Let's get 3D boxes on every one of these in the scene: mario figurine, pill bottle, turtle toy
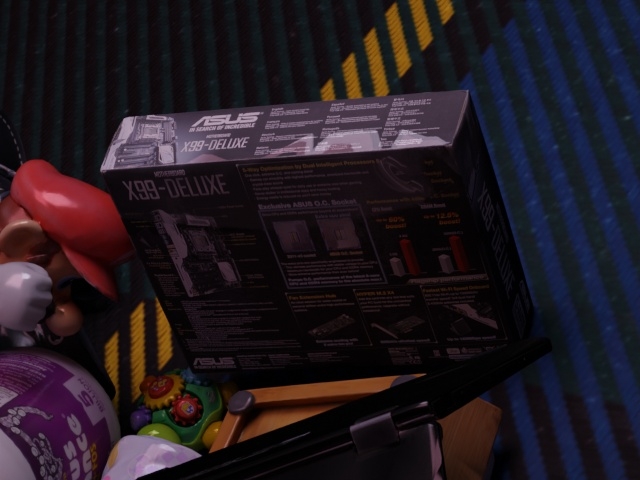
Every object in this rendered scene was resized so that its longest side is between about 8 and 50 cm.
[{"bbox_3d":[-0.295,0.062,1.696,0.320,0.170,0.198,-23,41,3],"label":"mario figurine"},{"bbox_3d":[-0.286,0.201,1.620,0.169,0.169,0.301,-21,7,17],"label":"pill bottle"},{"bbox_3d":[-0.130,0.160,1.756,0.095,0.066,0.130,-16,37,23],"label":"turtle toy"}]

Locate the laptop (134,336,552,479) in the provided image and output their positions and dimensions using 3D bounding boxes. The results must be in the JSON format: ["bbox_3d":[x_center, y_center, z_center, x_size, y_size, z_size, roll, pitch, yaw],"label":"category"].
[{"bbox_3d":[-0.034,0.260,1.307,0.382,0.236,0.408,-21,-2,24],"label":"laptop"}]

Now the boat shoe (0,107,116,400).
[{"bbox_3d":[-0.297,0.019,1.976,0.156,0.187,0.500,-26,41,7],"label":"boat shoe"}]

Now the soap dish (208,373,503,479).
[{"bbox_3d":[-0.007,0.232,1.518,0.229,0.118,0.291,-7,42,33],"label":"soap dish"}]

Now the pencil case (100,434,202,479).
[{"bbox_3d":[-0.172,0.285,1.588,0.124,0.113,0.273,8,50,25],"label":"pencil case"}]

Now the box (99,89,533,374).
[{"bbox_3d":[0.000,0.000,1.648,0.307,0.242,0.076,-4,41,21],"label":"box"}]
